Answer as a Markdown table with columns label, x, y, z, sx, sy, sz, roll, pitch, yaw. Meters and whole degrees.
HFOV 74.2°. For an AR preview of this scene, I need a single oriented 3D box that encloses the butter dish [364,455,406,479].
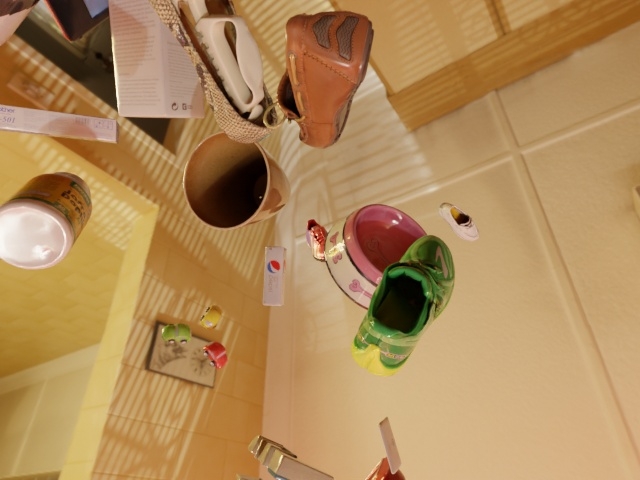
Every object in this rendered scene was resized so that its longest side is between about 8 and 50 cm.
| label | x | y | z | sx | sy | sz | roll | pitch | yaw |
| --- | --- | --- | --- | --- | --- | --- | --- | --- | --- |
| butter dish | 0.171 | 0.658 | 1.091 | 0.118 | 0.160 | 0.160 | 38 | -82 | 17 |

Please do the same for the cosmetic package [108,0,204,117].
| label | x | y | z | sx | sy | sz | roll | pitch | yaw |
| --- | --- | --- | --- | --- | --- | --- | --- | --- | --- |
| cosmetic package | -0.494 | -0.605 | 1.277 | 0.230 | 0.162 | 0.452 | 11 | -72 | 29 |

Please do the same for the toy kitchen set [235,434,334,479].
| label | x | y | z | sx | sy | sz | roll | pitch | yaw |
| --- | --- | --- | --- | --- | --- | --- | --- | --- | --- |
| toy kitchen set | -0.095 | 0.527 | 0.885 | 0.166 | 0.122 | 0.207 | -64 | -164 | -21 |

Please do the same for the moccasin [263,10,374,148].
| label | x | y | z | sx | sy | sz | roll | pitch | yaw |
| --- | --- | --- | --- | --- | --- | --- | --- | --- | --- |
| moccasin | -0.017 | -0.251 | 0.722 | 0.380 | 0.147 | 0.139 | -153 | -105 | -86 |

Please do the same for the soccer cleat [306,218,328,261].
| label | x | y | z | sx | sy | sz | roll | pitch | yaw |
| --- | --- | --- | --- | --- | --- | --- | --- | --- | --- |
| soccer cleat | 0.000 | 0.000 | 1.812 | 0.109 | 0.116 | 0.318 | -16 | -159 | -10 |

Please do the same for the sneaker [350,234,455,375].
| label | x | y | z | sx | sy | sz | roll | pitch | yaw |
| --- | --- | --- | --- | --- | --- | --- | --- | --- | --- |
| sneaker | 0.151 | 0.080 | 0.664 | 0.110 | 0.123 | 0.295 | 26 | -134 | 15 |

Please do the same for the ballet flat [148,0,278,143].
| label | x | y | z | sx | sy | sz | roll | pitch | yaw |
| --- | --- | --- | --- | --- | --- | --- | --- | --- | --- |
| ballet flat | -0.208 | -0.422 | 0.827 | 0.164 | 0.482 | 0.182 | -37 | -155 | -26 |

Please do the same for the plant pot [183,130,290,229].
| label | x | y | z | sx | sy | sz | roll | pitch | yaw |
| --- | --- | --- | --- | --- | --- | --- | --- | --- | --- |
| plant pot | -0.184 | -0.143 | 1.116 | 0.237 | 0.254 | 0.236 | 0 | -89 | 19 |

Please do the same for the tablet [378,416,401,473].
| label | x | y | z | sx | sy | sz | roll | pitch | yaw |
| --- | --- | --- | --- | --- | --- | --- | --- | --- | --- |
| tablet | 0.123 | 0.359 | 0.746 | 0.006 | 0.054 | 0.083 | -21 | -106 | 22 |

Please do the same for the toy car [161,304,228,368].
| label | x | y | z | sx | sy | sz | roll | pitch | yaw |
| --- | --- | --- | --- | --- | --- | --- | --- | --- | --- |
| toy car | -0.424 | 0.319 | 1.452 | 0.053 | 0.225 | 0.238 | -43 | -131 | 39 |

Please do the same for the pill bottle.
| label | x | y | z | sx | sy | sz | roll | pitch | yaw |
| --- | --- | --- | --- | --- | --- | --- | --- | --- | --- |
| pill bottle | -0.466 | -0.047 | 0.729 | 0.117 | 0.117 | 0.208 | -44 | -152 | 7 |

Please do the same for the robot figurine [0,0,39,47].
| label | x | y | z | sx | sy | sz | roll | pitch | yaw |
| --- | --- | --- | --- | --- | --- | --- | --- | --- | --- |
| robot figurine | -0.497 | -0.364 | 0.582 | 0.278 | 0.173 | 0.209 | -28 | -175 | 24 |

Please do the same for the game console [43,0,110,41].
| label | x | y | z | sx | sy | sz | roll | pitch | yaw |
| --- | --- | --- | --- | --- | --- | --- | --- | --- | --- |
| game console | -0.707 | -0.855 | 1.288 | 0.060 | 0.341 | 0.386 | 23 | -119 | 20 |

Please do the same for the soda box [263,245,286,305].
| label | x | y | z | sx | sy | sz | roll | pitch | yaw |
| --- | --- | --- | --- | --- | --- | --- | --- | --- | --- |
| soda box | -0.168 | 0.132 | 1.567 | 0.069 | 0.074 | 0.215 | 1 | -96 | 5 |

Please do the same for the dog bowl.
| label | x | y | z | sx | sy | sz | roll | pitch | yaw |
| --- | --- | --- | --- | --- | --- | --- | --- | --- | --- |
| dog bowl | 0.225 | 0.046 | 1.485 | 0.150 | 0.409 | 0.407 | 128 | -31 | -46 |

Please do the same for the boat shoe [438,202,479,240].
| label | x | y | z | sx | sy | sz | roll | pitch | yaw |
| --- | --- | --- | --- | --- | --- | --- | --- | --- | --- |
| boat shoe | 0.250 | -0.031 | 0.740 | 0.035 | 0.100 | 0.035 | -52 | -158 | -6 |

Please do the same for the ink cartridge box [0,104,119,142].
| label | x | y | z | sx | sy | sz | roll | pitch | yaw |
| --- | --- | --- | --- | --- | --- | --- | --- | --- | --- |
| ink cartridge box | -0.511 | -0.226 | 0.830 | 0.097 | 0.207 | 0.046 | -157 | -109 | -66 |
